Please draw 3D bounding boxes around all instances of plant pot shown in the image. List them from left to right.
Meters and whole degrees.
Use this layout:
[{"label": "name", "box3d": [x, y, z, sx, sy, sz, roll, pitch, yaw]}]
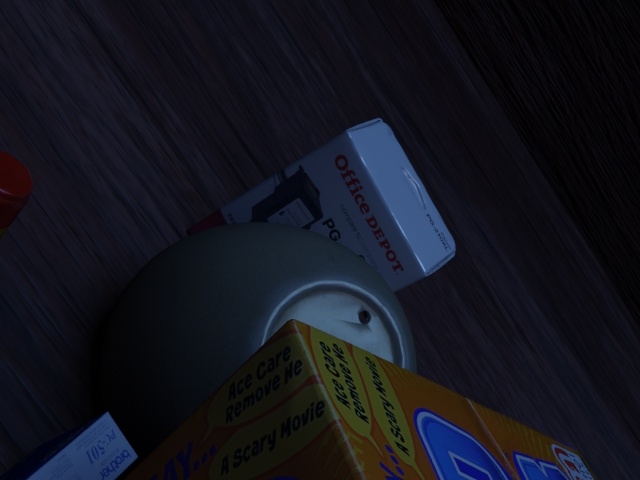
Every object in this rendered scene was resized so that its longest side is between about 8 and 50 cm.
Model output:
[{"label": "plant pot", "box3d": [-0.029, 0.108, 0.751, 0.284, 0.191, 0.284, 5, 77, -24]}]

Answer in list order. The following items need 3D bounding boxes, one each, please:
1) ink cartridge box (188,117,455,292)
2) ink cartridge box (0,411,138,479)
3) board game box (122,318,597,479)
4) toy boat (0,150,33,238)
[{"label": "ink cartridge box", "box3d": [0.000, 0.000, 0.961, 0.172, 0.237, 0.100, 61, 30, 1]}, {"label": "ink cartridge box", "box3d": [-0.223, 0.200, 0.594, 0.046, 0.097, 0.207, 58, 31, -5]}, {"label": "board game box", "box3d": [0.038, 0.335, 0.520, 0.356, 0.356, 0.356, 29, 23, -42]}, {"label": "toy boat", "box3d": [-0.356, -0.097, 0.629, 0.318, 0.148, 0.267, 48, 27, -7]}]
